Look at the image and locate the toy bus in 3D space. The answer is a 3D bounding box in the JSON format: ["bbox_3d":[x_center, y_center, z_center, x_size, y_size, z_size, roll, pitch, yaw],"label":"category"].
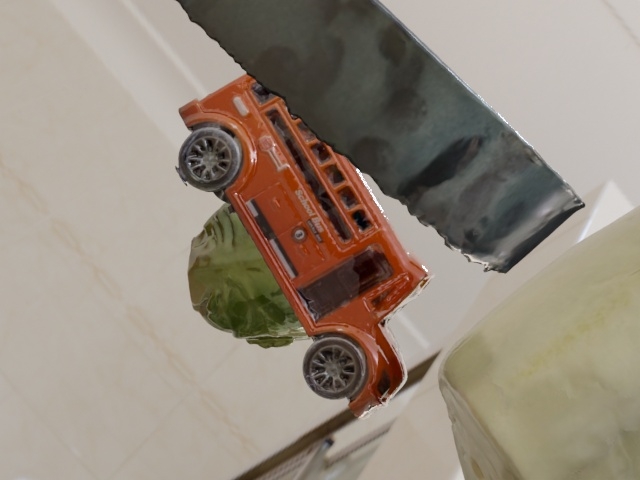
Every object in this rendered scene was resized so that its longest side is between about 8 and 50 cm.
[{"bbox_3d":[0.000,0.000,0.989,0.153,0.143,0.329,-30,-98,4],"label":"toy bus"}]

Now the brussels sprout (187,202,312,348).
[{"bbox_3d":[-0.035,0.025,1.241,0.244,0.244,0.244,12,-61,22],"label":"brussels sprout"}]

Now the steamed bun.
[{"bbox_3d":[0.302,0.153,1.002,0.371,0.456,0.290,-32,-127,1],"label":"steamed bun"}]

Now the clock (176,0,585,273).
[{"bbox_3d":[0.008,-0.105,0.566,0.312,0.312,0.061,43,-81,2],"label":"clock"}]
